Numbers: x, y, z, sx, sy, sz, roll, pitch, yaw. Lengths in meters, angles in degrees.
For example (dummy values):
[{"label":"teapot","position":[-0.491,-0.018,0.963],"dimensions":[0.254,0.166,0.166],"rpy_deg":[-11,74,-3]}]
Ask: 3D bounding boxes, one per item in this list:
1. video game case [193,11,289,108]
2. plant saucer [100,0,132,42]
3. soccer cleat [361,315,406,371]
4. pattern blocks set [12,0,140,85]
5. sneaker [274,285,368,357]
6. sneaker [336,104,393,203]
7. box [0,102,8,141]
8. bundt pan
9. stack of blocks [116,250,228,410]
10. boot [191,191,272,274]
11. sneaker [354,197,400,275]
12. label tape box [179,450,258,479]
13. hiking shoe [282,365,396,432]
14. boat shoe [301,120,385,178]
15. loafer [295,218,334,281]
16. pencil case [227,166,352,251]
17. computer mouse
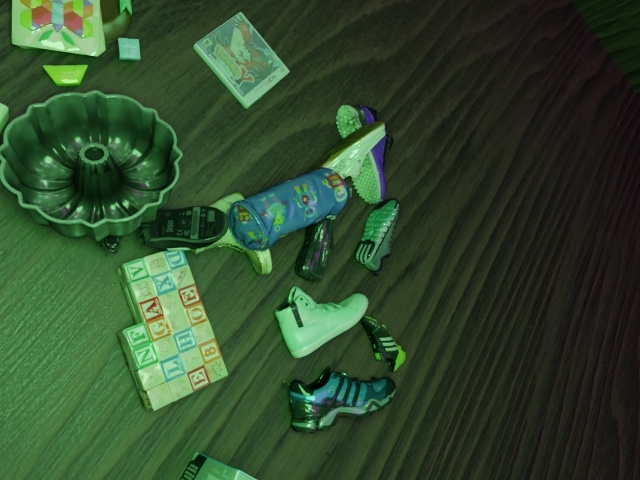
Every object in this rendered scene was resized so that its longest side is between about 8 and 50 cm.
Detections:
[{"label":"video game case","position":[-0.203,-0.475,1.373],"dimensions":[0.201,0.023,0.183],"rpy_deg":[48,59,-13]},{"label":"plant saucer","position":[-0.528,-0.548,1.185],"dimensions":[0.198,0.036,0.199],"rpy_deg":[8,75,-29]},{"label":"soccer cleat","position":[0.164,0.279,1.407],"dimensions":[0.179,0.060,0.072],"rpy_deg":[50,61,-16]},{"label":"pattern blocks set","position":[-0.563,-0.477,1.118],"dimensions":[0.324,0.026,0.286],"rpy_deg":[-16,96,-24]},{"label":"sneaker","position":[0.005,0.163,1.309],"dimensions":[0.255,0.094,0.151],"rpy_deg":[-31,102,-30]},{"label":"sneaker","position":[0.157,-0.254,1.495],"dimensions":[0.146,0.102,0.294],"rpy_deg":[-13,86,-33]},{"label":"box","position":[-0.703,-0.126,0.931],"dimensions":[0.147,0.121,0.311],"rpy_deg":[27,66,-24]},{"label":"bundt pan","position":[-0.448,-0.138,1.047],"dimensions":[0.330,0.124,0.331],"rpy_deg":[8,59,-13]},{"label":"stack of blocks","position":[-0.334,0.182,1.106],"dimensions":[0.171,0.087,0.297],"rpy_deg":[-19,89,-34]},{"label":"boot","position":[-0.219,0.006,1.224],"dimensions":[0.165,0.077,0.213],"rpy_deg":[-24,87,-33]},{"label":"sneaker","position":[0.174,-0.012,1.481],"dimensions":[0.098,0.083,0.224],"rpy_deg":[49,62,-37]},{"label":"label tape box","position":[-0.247,0.595,0.970],"dimensions":[0.115,0.249,0.348],"rpy_deg":[41,61,-17]},{"label":"hiking shoe","position":[0.062,0.371,1.290],"dimensions":[0.303,0.113,0.132],"rpy_deg":[-9,84,-32]},{"label":"boat shoe","position":[0.071,-0.207,1.393],"dimensions":[0.277,0.098,0.096],"rpy_deg":[-38,111,5]},{"label":"loafer","position":[0.000,0.000,1.363],"dimensions":[0.078,0.076,0.223],"rpy_deg":[27,71,-29]},{"label":"pencil case","position":[-0.068,-0.075,1.230],"dimensions":[0.306,0.119,0.133],"rpy_deg":[-27,94,-38]},{"label":"computer mouse","position":[-0.331,-0.050,1.127],"dimensions":[0.261,0.060,0.184],"rpy_deg":[-6,56,-8]}]
